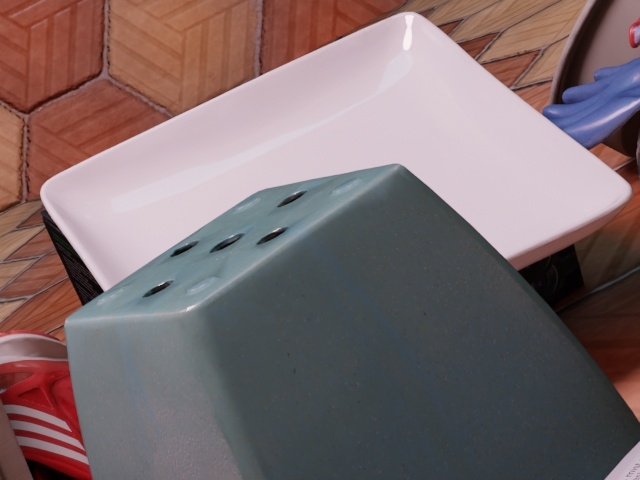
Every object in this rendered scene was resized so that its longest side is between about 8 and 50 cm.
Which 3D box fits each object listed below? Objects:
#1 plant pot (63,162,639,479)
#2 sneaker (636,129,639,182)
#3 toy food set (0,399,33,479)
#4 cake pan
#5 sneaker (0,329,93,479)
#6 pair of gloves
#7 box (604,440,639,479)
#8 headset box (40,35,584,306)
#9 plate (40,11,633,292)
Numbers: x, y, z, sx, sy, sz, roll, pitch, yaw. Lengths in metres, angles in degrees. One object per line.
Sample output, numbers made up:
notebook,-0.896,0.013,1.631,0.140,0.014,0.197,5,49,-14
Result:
plant pot,0.021,0.099,0.663,0.166,0.234,0.165,-34,14,-30
sneaker,0.357,-0.121,1.087,0.210,0.137,0.366,-14,23,46
toy food set,-0.293,0.165,1.106,0.306,0.219,0.092,-18,5,40
cake pan,0.286,-0.175,1.288,0.293,0.054,0.293,-39,-24,-21
sneaker,-0.164,0.140,1.286,0.087,0.128,0.221,-35,-26,34
pair of gloves,0.217,-0.115,1.061,0.198,0.023,0.159,-45,17,-31
box,0.139,0.150,0.455,0.231,0.126,0.262,-16,17,46
headset box,0.000,0.000,1.190,0.283,0.131,0.246,-31,33,-18
plate,0.001,-0.016,1.047,0.278,0.045,0.277,-26,38,-12
